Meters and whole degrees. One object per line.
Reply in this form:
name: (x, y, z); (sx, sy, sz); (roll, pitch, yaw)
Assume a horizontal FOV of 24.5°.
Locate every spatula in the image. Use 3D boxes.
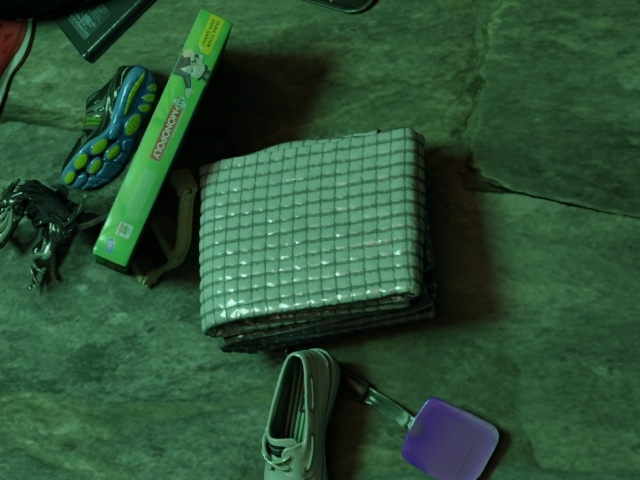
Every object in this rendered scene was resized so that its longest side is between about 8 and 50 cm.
spatula: (0.066, 0.186, 1.691); (0.296, 0.030, 0.084); (27, 92, 33)

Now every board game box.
board game box: (-0.197, -0.114, 1.823); (0.046, 0.213, 0.317); (24, 84, -6)

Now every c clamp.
c clamp: (0.035, -0.360, 1.899); (0.160, 0.022, 0.137); (15, 85, 27)

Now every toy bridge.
toy bridge: (-0.188, -0.002, 1.823); (0.063, 0.026, 0.188); (58, 139, 29)

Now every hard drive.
hard drive: (-0.298, -0.324, 2.042); (0.135, 0.022, 0.094); (-43, 60, 7)

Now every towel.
towel: (0.000, 0.000, 1.735); (0.283, 0.121, 0.235); (-11, 60, 17)

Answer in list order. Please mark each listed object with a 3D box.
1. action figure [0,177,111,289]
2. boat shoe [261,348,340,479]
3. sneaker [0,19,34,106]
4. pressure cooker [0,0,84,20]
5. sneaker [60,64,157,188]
action figure: (-0.393, -0.010, 1.906); (0.275, 0.164, 0.141); (5, 75, 40)
boat shoe: (-0.037, 0.234, 1.685); (0.083, 0.075, 0.226); (3, 84, 34)
sneaker: (-0.481, -0.274, 2.052); (0.087, 0.128, 0.221); (5, 76, 27)
pressure cooker: (-0.428, -0.556, 1.970); (0.369, 0.375, 0.421); (5, 64, -15)
sneaker: (-0.285, -0.151, 1.964); (0.078, 0.067, 0.188); (29, 88, 51)
